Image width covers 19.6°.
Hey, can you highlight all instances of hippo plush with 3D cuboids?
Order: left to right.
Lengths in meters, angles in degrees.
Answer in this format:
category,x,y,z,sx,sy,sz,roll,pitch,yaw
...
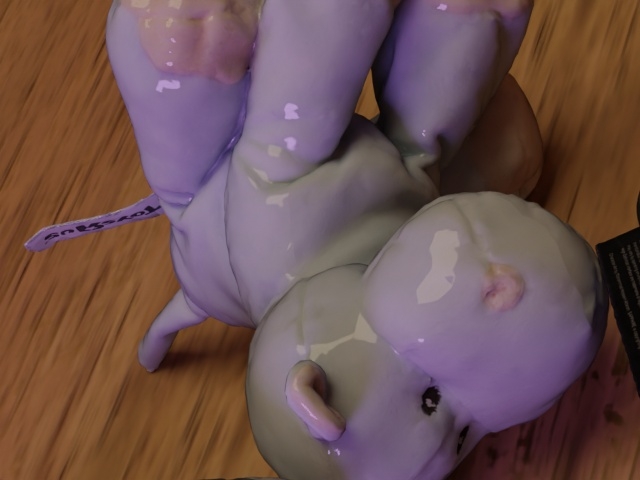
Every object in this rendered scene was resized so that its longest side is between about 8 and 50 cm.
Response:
category,x,y,z,sx,sy,sz,roll,pitch,yaw
hippo plush,0.000,0.000,0.868,0.294,0.234,0.237,-31,42,8

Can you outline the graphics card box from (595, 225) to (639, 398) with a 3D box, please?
category,x,y,z,sx,sy,sz,roll,pitch,yaw
graphics card box,0.302,0.020,0.696,0.370,0.094,0.233,-23,30,11

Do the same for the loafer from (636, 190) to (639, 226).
category,x,y,z,sx,sy,sz,roll,pitch,yaw
loafer,0.247,-0.047,0.849,0.223,0.078,0.076,-15,47,24

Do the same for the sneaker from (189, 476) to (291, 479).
category,x,y,z,sx,sy,sz,roll,pitch,yaw
sneaker,-0.098,0.211,0.846,0.297,0.111,0.129,-44,55,27
